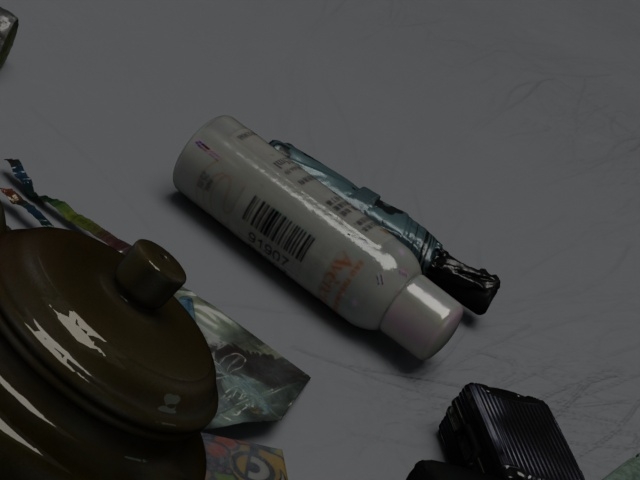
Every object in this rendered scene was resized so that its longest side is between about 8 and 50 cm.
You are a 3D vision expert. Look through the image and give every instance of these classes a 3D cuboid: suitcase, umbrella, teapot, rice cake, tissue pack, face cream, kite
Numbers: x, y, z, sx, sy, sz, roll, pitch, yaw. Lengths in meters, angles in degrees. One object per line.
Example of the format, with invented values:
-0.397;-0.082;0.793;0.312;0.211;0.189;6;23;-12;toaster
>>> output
0.140;0.165;0.944;0.086;0.059;0.126;17;28;-22;suitcase
0.046;-0.009;1.152;0.250;0.053;0.052;33;36;7;umbrella
-0.140;0.063;0.649;0.268;0.175;0.185;47;13;22;teapot
0.230;0.196;1.010;0.022;0.021;0.121;45;35;20;rice cake
-0.061;0.152;0.809;0.083;0.035;0.063;17;28;-21;tissue pack
0.000;0.000;1.064;0.269;0.082;0.082;37;30;17;face cream
-0.149;0.034;0.921;0.310;0.015;0.169;34;20;12;kite

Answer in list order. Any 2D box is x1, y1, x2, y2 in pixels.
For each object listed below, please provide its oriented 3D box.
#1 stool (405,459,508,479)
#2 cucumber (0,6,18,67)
0.105;0.187;0.442;0.232;0.141;0.232;28;2;-1;stool
-0.320;-0.186;1.115;0.112;0.064;0.064;19;30;-22;cucumber
